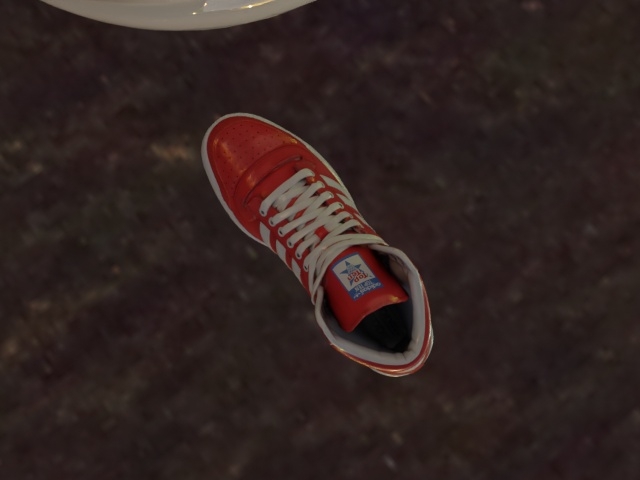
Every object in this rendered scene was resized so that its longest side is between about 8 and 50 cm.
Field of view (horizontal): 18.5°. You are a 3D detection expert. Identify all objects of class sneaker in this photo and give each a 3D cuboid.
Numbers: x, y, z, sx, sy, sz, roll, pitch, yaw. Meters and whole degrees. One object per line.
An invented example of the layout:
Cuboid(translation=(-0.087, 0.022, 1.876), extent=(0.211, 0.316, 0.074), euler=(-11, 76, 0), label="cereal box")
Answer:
Cuboid(translation=(0.000, 0.000, 0.705), extent=(0.042, 0.118, 0.067), euler=(-41, 179, 0), label="sneaker")

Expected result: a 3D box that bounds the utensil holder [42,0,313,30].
Cuboid(translation=(-0.123, -0.267, 0.706), extent=(0.327, 0.327, 0.385), euler=(-50, 161, 12), label="utensil holder")
